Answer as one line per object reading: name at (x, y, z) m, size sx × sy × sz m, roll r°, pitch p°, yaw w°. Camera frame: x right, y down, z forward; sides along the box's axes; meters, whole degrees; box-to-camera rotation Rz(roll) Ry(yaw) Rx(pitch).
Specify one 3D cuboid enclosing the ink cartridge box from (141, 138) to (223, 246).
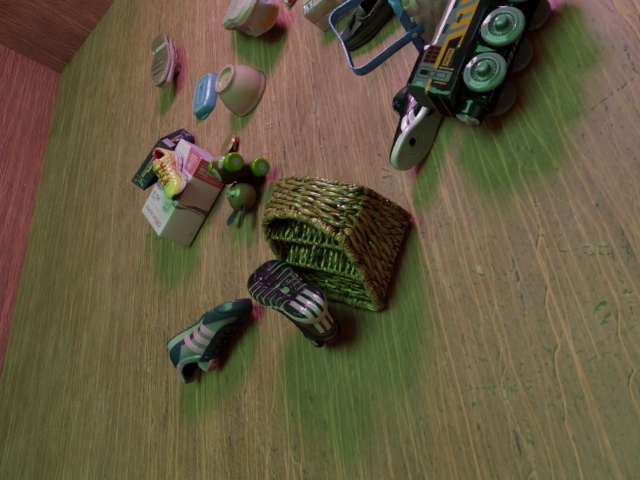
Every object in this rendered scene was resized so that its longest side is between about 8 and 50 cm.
ink cartridge box at (-0.434, -0.152, 1.791) m, size 0.283 × 0.117 × 0.207 m, roll -59°, pitch 41°, yaw 8°

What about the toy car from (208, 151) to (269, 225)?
toy car at (-0.237, -0.136, 1.565) m, size 0.155 × 0.149 × 0.188 m, roll -1°, pitch 83°, yaw 60°

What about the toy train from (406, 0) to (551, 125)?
toy train at (0.299, -0.382, 1.058) m, size 0.190 × 0.142 × 0.334 m, roll 21°, pitch 88°, yaw 31°

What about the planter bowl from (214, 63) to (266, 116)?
planter bowl at (-0.265, -0.490, 1.778) m, size 0.162 × 0.109 × 0.162 m, roll -23°, pitch 56°, yaw 38°

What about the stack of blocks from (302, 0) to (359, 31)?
stack of blocks at (0.084, -0.697, 1.513) m, size 0.297 × 0.087 × 0.171 m, roll -24°, pitch 55°, yaw 39°

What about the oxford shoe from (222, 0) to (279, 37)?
oxford shoe at (-0.236, -0.763, 1.876) m, size 0.169 × 0.130 × 0.449 m, roll -62°, pitch 25°, yaw 14°

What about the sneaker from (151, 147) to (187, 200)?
sneaker at (-0.465, -0.201, 1.684) m, size 0.081 × 0.094 × 0.208 m, roll -43°, pitch 47°, yaw 21°

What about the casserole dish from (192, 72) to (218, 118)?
casserole dish at (-0.417, -0.525, 2.017) m, size 0.114 × 0.037 × 0.188 m, roll -19°, pitch 58°, yaw 40°

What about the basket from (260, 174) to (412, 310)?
basket at (0.000, 0.000, 1.171) m, size 0.299 × 0.213 × 0.223 m, roll 11°, pitch 80°, yaw 50°

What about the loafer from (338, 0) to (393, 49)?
loafer at (0.135, -0.593, 1.409) m, size 0.267 × 0.084 × 0.096 m, roll -32°, pitch 51°, yaw 34°

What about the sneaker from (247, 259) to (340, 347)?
sneaker at (-0.051, 0.152, 1.207) m, size 0.106 × 0.162 × 0.281 m, roll -40°, pitch 31°, yaw -12°

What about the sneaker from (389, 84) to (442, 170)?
sneaker at (0.188, -0.250, 1.201) m, size 0.121 × 0.079 × 0.217 m, roll 24°, pitch 82°, yaw 53°

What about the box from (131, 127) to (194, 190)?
box at (-0.537, -0.282, 1.922) m, size 0.183 × 0.059 × 0.232 m, roll -49°, pitch 8°, yaw 19°

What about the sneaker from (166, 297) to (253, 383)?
sneaker at (-0.271, 0.260, 1.445) m, size 0.319 × 0.112 × 0.131 m, roll -38°, pitch 65°, yaw 33°

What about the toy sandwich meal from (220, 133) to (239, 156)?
toy sandwich meal at (-0.285, -0.295, 1.769) m, size 0.085 × 0.029 × 0.085 m, roll -37°, pitch 37°, yaw 35°

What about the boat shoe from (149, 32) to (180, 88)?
boat shoe at (-0.621, -0.719, 2.280) m, size 0.113 × 0.103 × 0.302 m, roll -25°, pitch 53°, yaw 22°

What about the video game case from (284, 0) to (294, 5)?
video game case at (-0.045, -0.915, 1.807) m, size 0.285 × 0.025 × 0.204 m, roll -46°, pitch 44°, yaw 22°

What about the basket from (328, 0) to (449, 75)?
basket at (0.164, -0.519, 1.251) m, size 0.289 × 0.201 × 0.254 m, roll -35°, pitch 49°, yaw 19°
